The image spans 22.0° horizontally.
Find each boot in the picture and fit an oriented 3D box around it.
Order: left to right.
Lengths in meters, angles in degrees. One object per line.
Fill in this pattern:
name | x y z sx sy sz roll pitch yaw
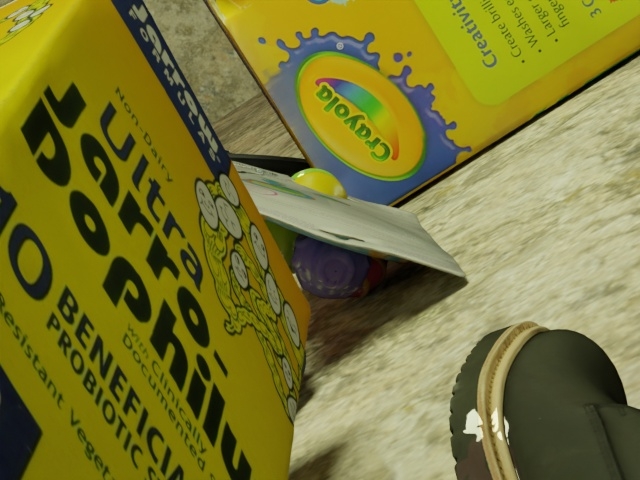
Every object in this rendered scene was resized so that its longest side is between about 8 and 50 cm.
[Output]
boot | 0.107 0.064 0.399 0.137 0.077 0.198 -25 24 16

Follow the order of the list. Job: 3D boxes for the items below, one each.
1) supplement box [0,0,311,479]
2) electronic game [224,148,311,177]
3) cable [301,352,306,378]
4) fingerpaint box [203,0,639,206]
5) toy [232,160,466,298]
supplement box | -0.137 0.063 0.578 0.195 0.194 0.356 -23 21 13
electronic game | -0.107 -0.060 1.438 0.229 0.048 0.229 2 -2 0
cable | -0.089 0.084 0.877 0.151 0.047 0.184 -20 10 -28
fingerpaint box | 0.055 -0.297 1.205 0.371 0.444 0.163 -33 8 3
toy | 0.000 0.000 0.981 0.237 0.137 0.056 -102 29 -78
